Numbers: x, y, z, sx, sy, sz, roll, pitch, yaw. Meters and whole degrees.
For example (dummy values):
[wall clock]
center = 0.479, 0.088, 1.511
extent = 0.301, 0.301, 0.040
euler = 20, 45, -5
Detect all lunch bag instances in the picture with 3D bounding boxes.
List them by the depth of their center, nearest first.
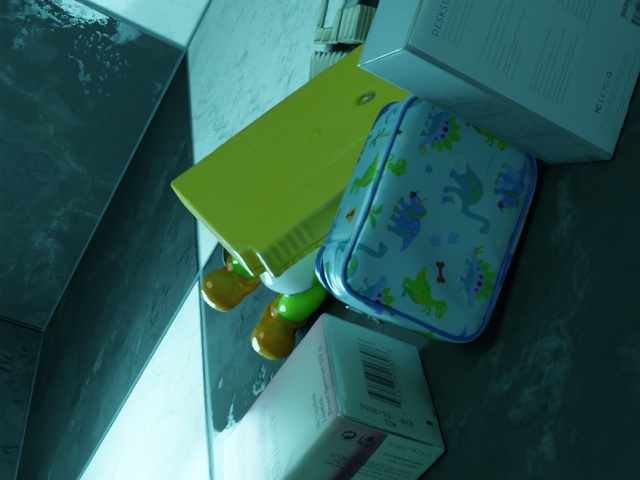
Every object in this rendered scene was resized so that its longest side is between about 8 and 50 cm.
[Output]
[lunch bag]
center = 0.108, -0.017, 0.823
extent = 0.219, 0.176, 0.090
euler = -69, 18, -9

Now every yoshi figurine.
[yoshi figurine]
center = -0.016, 0.006, 1.081
extent = 0.362, 0.204, 0.203
euler = -49, 45, 33

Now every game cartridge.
[game cartridge]
center = 0.002, -0.105, 0.985
extent = 0.324, 0.052, 0.285
euler = -38, 32, -8

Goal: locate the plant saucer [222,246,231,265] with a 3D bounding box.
[plant saucer]
center = -0.116, -0.038, 1.512
extent = 0.198, 0.036, 0.198
euler = -49, 29, 39

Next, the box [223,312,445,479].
[box]
center = 0.004, 0.218, 0.896
extent = 0.232, 0.127, 0.148
euler = -54, 27, 28

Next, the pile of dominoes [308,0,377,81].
[pile of dominoes]
center = 0.040, -0.360, 1.466
extent = 0.251, 0.040, 0.195
euler = -142, 63, -71

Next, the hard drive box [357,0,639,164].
[hard drive box]
center = 0.175, -0.196, 0.757
extent = 0.089, 0.232, 0.181
euler = 3, 72, 66
